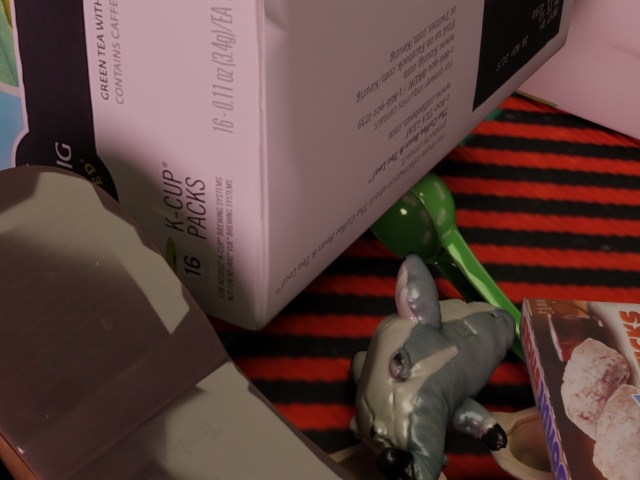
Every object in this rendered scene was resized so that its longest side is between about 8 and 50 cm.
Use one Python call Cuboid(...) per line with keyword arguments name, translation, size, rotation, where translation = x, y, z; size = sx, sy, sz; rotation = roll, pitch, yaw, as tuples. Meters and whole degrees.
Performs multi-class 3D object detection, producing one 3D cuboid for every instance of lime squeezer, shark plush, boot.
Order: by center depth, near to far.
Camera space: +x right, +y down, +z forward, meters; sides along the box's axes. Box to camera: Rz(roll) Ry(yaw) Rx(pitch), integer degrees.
Cuboid(name="boot", translation=(-0.039, 0.119, 0.473), size=(0.112, 0.115, 0.305), rotation=(-29, 76, -17))
Cuboid(name="shark plush", translation=(0.053, 0.066, 0.561), size=(0.067, 0.073, 0.161), rotation=(22, 21, -5))
Cuboid(name="lime squeezer", translation=(0.000, 0.000, 0.676), size=(0.310, 0.059, 0.110), rotation=(18, 72, -3))

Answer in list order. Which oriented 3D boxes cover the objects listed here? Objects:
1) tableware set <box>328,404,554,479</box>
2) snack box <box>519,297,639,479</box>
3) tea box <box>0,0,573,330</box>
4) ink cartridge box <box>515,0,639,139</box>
Cuboid(name="tableware set", translation=(0.072, 0.116, 0.534), size=(0.141, 0.020, 0.168), rotation=(-10, 28, -14))
Cuboid(name="snack box", translation=(0.127, 0.081, 0.555), size=(0.064, 0.022, 0.178), rotation=(4, 30, -3))
Cuboid(name="tea box", translation=(-0.075, -0.169, 0.644), size=(0.324, 0.220, 0.329), rotation=(17, 36, 25))
Cuboid(name="ink cartridge box", translation=(0.210, -0.229, 0.956), size=(0.207, 0.119, 0.353), rotation=(21, 39, 4))
